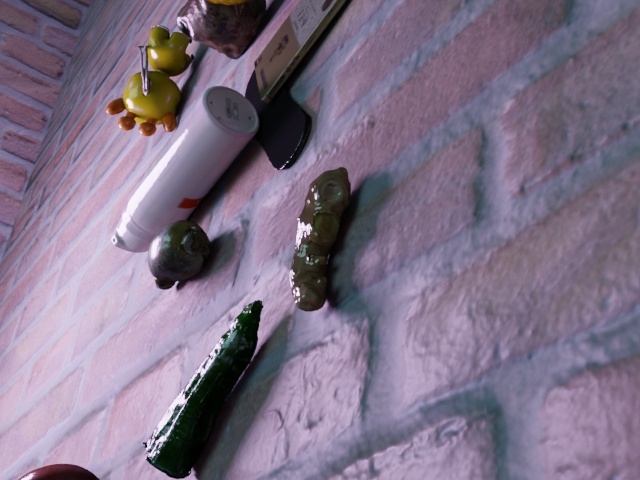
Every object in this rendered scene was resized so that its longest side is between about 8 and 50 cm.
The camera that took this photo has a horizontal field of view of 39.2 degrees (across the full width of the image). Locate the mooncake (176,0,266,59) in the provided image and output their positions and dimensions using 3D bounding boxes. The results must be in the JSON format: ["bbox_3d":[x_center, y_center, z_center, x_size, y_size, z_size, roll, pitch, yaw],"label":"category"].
[{"bbox_3d":[-0.169,-0.375,1.525,0.125,0.130,0.073,-48,33,37],"label":"mooncake"}]

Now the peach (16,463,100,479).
[{"bbox_3d":[-0.355,0.371,1.212,0.152,0.152,0.152,-44,32,38],"label":"peach"}]

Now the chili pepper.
[{"bbox_3d":[-0.127,0.164,1.047,0.226,0.059,0.088,-59,21,7],"label":"chili pepper"}]

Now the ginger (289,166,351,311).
[{"bbox_3d":[-0.002,0.002,0.963,0.069,0.051,0.173,-35,43,56],"label":"ginger"}]

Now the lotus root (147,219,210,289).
[{"bbox_3d":[-0.214,0.021,1.319,0.165,0.088,0.088,137,148,-57],"label":"lotus root"}]

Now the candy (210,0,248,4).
[{"bbox_3d":[-0.101,-0.471,1.393,0.260,0.118,0.260,-17,41,15],"label":"candy"}]

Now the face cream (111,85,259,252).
[{"bbox_3d":[-0.221,-0.095,1.403,0.345,0.102,0.102,-45,32,41],"label":"face cream"}]

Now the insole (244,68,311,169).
[{"bbox_3d":[-0.069,-0.193,1.311,0.119,0.009,0.348,-59,26,17],"label":"insole"}]

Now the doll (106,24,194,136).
[{"bbox_3d":[-0.327,-0.304,1.785,0.135,0.143,0.220,102,-172,-67],"label":"doll"}]

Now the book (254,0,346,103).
[{"bbox_3d":[-0.031,-0.306,1.312,0.198,0.016,0.138,-49,28,23],"label":"book"}]
